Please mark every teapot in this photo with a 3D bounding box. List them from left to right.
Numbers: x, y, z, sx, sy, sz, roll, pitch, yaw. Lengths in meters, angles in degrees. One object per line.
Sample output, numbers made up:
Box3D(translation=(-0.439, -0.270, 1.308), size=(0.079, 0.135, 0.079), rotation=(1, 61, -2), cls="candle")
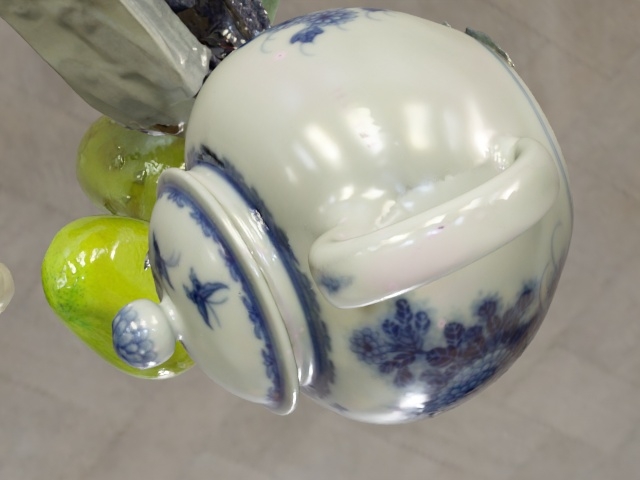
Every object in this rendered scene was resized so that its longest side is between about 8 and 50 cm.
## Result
Box3D(translation=(0.000, 0.000, 1.088), size=(0.280, 0.424, 0.252), rotation=(-28, 99, -19), cls="teapot")

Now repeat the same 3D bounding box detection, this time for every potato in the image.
Box3D(translation=(-0.119, -0.073, 1.724), size=(0.186, 0.253, 0.149), rotation=(-25, 115, -60), cls="potato")

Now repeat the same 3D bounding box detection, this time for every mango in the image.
Box3D(translation=(-0.140, 0.037, 1.396), size=(0.089, 0.117, 0.163), rotation=(-9, 141, 34), cls="mango")

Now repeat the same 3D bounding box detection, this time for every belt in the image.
Box3D(translation=(-0.127, -0.177, 1.314), size=(0.126, 0.140, 0.230), rotation=(-11, 131, 41), cls="belt")

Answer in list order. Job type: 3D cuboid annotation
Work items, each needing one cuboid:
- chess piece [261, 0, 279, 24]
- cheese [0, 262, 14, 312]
Box3D(translation=(-0.196, -0.237, 1.490), size=(0.299, 0.194, 0.195), rotation=(8, 122, -33), cls="chess piece")
Box3D(translation=(-0.432, 0.058, 1.556), size=(0.248, 0.173, 0.251), rotation=(37, 86, 2), cls="cheese")
